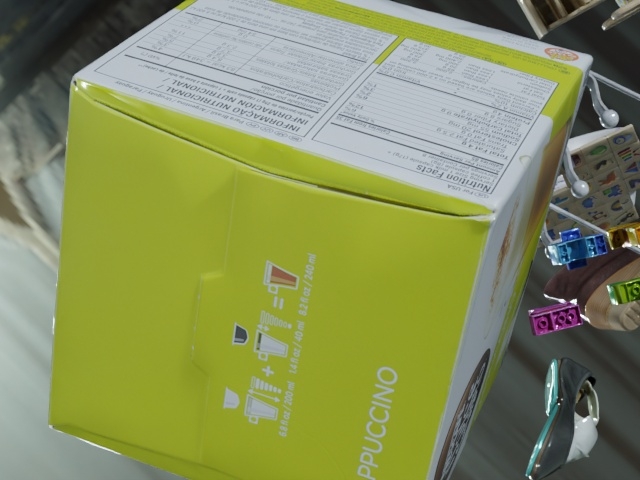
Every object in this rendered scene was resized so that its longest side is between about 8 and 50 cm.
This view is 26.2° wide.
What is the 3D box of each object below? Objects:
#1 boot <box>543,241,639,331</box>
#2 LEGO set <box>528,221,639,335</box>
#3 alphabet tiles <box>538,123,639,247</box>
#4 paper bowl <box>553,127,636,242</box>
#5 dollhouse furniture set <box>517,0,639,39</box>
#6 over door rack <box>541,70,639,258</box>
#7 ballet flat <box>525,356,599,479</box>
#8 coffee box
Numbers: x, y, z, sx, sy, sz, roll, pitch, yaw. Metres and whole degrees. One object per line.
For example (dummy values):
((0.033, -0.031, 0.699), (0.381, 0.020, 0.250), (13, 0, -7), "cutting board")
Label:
((0.446, 0.017, 1.956), (0.248, 0.090, 0.207), (-45, 24, -6), "boot")
((0.291, 0.022, 1.340), (0.227, 0.087, 0.093), (-14, 1, -10), "LEGO set")
((0.392, -0.067, 2.033), (0.198, 0.009, 0.237), (-25, -35, 11), "alphabet tiles")
((0.471, -0.094, 2.571), (0.284, 0.148, 0.284), (-20, 11, 4), "paper bowl")
((0.434, -0.449, 2.338), (0.161, 0.212, 0.242), (-29, -4, -2), "dollhouse furniture set")
((0.366, -0.074, 1.676), (0.108, 0.324, 0.240), (-63, -9, -45), "over door rack")
((0.402, 0.290, 2.226), (0.280, 0.096, 0.095), (-64, -9, -50), "ballet flat")
((0.000, 0.000, 1.178), (0.334, 0.338, 0.338), (-51, -24, -56), "coffee box")
